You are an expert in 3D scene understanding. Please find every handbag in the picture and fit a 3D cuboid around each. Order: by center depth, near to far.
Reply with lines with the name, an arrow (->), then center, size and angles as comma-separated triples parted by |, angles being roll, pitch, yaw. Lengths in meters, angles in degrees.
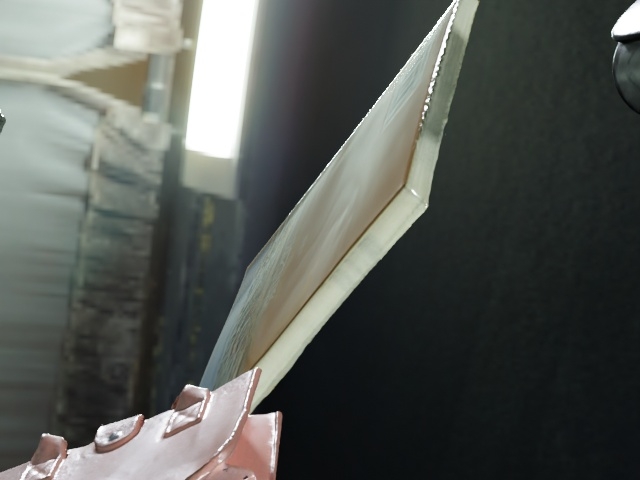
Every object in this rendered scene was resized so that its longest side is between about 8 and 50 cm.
handbag -> -0.132, 0.161, 0.942 | 0.157, 0.212, 0.059 | -82, 147, -68

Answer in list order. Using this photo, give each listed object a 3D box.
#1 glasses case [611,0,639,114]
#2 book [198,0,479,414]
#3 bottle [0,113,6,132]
glasses case -> 0.228, -0.092, 0.507 | 0.299, 0.114, 0.060 | -4, -68, 65
book -> 0.000, 0.000, 1.171 | 0.374, 0.028, 0.262 | -51, -166, 40
bottle -> -0.328, -0.126, 0.735 | 0.229, 0.351, 0.229 | -46, -151, 35
